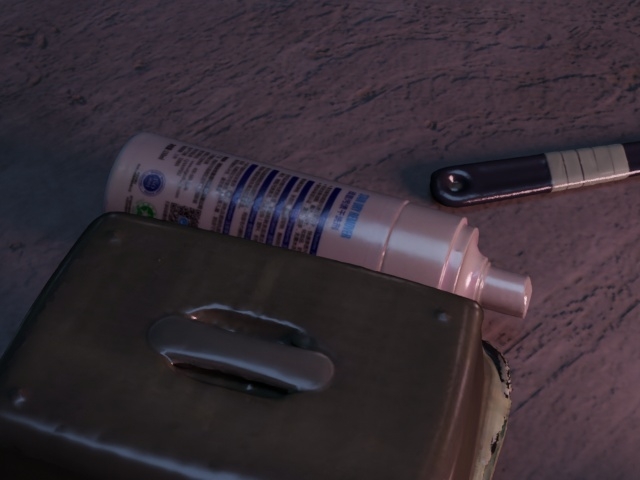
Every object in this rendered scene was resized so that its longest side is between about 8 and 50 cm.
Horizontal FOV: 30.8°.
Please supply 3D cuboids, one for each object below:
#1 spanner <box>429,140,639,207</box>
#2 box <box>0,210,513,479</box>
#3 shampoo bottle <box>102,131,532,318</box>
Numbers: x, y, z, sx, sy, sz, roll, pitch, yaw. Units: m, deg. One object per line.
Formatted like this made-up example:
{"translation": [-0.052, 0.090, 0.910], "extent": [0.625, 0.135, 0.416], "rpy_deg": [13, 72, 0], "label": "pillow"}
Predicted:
{"translation": [0.242, -0.061, 0.934], "extent": [0.316, 0.024, 0.087], "rpy_deg": [-10, 53, -10], "label": "spanner"}
{"translation": [-0.045, 0.113, 0.666], "extent": [0.291, 0.166, 0.220], "rpy_deg": [13, 47, 10], "label": "box"}
{"translation": [0.000, 0.000, 0.826], "extent": [0.303, 0.092, 0.092], "rpy_deg": [15, 48, 13], "label": "shampoo bottle"}
